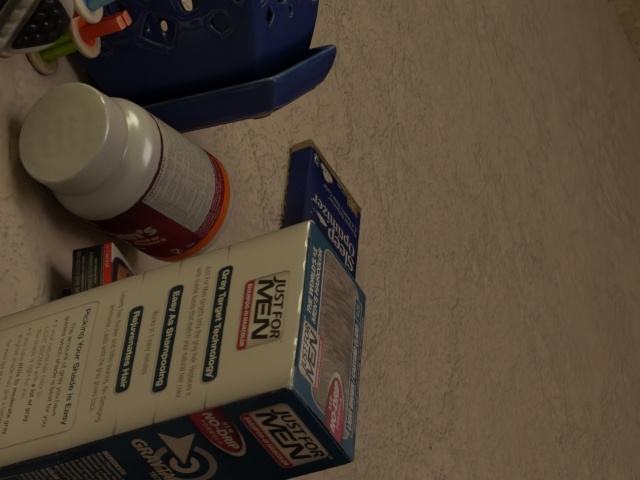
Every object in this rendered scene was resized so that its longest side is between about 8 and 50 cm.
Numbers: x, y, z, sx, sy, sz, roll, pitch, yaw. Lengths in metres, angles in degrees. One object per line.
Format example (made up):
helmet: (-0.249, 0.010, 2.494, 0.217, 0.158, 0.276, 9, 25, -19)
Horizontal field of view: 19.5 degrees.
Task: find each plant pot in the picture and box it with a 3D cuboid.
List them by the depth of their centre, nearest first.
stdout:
plant pot: (-0.123, -0.230, 1.932, 0.236, 0.236, 0.212, -43, 120, -66)

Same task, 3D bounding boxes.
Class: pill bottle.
pill bottle: (-0.186, -0.065, 1.793, 0.221, 0.121, 0.121, 33, 44, -56)

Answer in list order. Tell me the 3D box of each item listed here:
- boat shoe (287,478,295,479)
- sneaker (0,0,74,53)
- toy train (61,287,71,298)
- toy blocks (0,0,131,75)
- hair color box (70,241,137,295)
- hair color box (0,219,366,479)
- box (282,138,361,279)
boat shoe: (-0.058, 0.307, 1.891, 0.076, 0.083, 0.226, 53, 16, -14)
sneaker: (-0.332, -0.254, 1.550, 0.292, 0.110, 0.118, 27, 31, -32)
toy train: (-0.231, 0.080, 1.720, 0.024, 0.017, 0.083, 31, 45, -43)
toy blocks: (-0.227, -0.213, 1.771, 0.123, 0.148, 0.054, 20, 56, -62)
hair color box: (-0.189, 0.069, 1.758, 0.141, 0.043, 0.072, 58, 25, -55)
hair color box: (-0.142, 0.121, 1.462, 0.105, 0.347, 0.174, 53, 29, -38)
box: (0.000, 0.000, 2.283, 0.136, 0.036, 0.225, 53, 30, -38)
